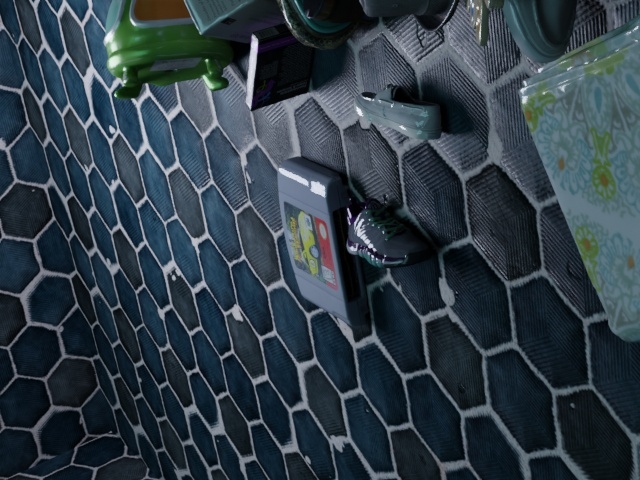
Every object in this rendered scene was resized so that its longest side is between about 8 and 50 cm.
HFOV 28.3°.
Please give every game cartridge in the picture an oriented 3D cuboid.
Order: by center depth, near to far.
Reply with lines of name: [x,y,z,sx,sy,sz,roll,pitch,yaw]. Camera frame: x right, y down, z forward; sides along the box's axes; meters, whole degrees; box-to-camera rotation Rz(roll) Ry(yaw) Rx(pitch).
game cartridge: [0.000,0.000,2.326,0.196,0.060,0.294,31,137,57]

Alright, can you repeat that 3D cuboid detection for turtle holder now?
turtle holder: [-0.278,-0.394,2.393,0.320,0.243,0.227,2,-100,-75]

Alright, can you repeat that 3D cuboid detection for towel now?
towel: [0.393,-0.070,1.468,0.374,0.090,0.320,68,157,0]

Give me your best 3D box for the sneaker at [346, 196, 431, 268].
sneaker: [0.100,-0.016,2.086,0.223,0.083,0.098,14,118,60]

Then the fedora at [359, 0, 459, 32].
fedora: [0.096,-0.395,1.670,0.275,0.124,0.244,100,155,-64]

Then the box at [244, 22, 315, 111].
box: [-0.067,-0.297,2.141,0.029,0.116,0.162,53,151,31]

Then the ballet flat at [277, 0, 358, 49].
ballet flat: [-0.081,-0.519,1.960,0.483,0.164,0.182,68,165,-9]

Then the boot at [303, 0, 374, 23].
boot: [0.049,-0.425,1.878,0.082,0.106,0.219,27,105,57]

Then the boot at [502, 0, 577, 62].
boot: [0.272,-0.336,1.443,0.123,0.095,0.258,1,99,60]

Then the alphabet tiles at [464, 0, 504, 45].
alphabet tiles: [0.193,-0.386,1.507,0.284,0.021,0.278,-93,1,-59]

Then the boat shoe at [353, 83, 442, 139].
boat shoe: [0.116,-0.204,1.926,0.184,0.066,0.063,35,126,52]

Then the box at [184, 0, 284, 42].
box: [-0.147,-0.434,2.078,0.119,0.181,0.182,-28,83,22]
